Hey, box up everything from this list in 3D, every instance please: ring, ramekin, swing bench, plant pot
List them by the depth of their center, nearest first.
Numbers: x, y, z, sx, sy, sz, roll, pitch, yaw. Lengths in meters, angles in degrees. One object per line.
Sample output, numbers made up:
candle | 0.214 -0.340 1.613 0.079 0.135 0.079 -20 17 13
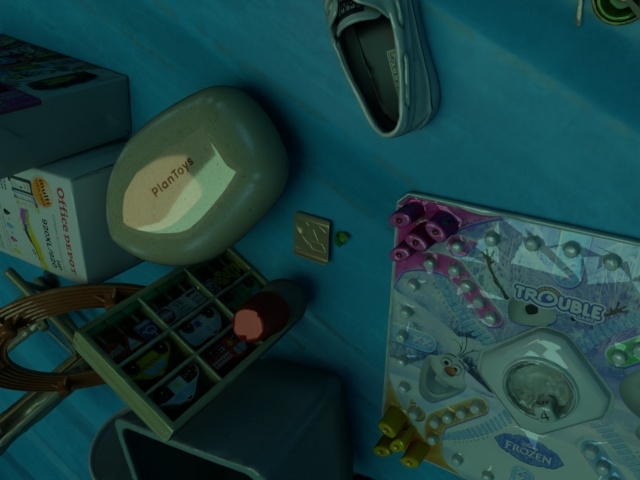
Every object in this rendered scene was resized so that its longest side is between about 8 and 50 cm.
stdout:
plant pot | -0.082 0.302 0.801 0.247 0.252 0.248 5 114 32
ring | -0.370 0.170 0.901 0.337 0.336 0.032 -51 48 39
ramekin | -0.303 0.402 1.040 0.207 0.207 0.109 21 132 25
swing bench | -0.585 0.234 1.089 0.255 0.253 0.165 49 168 3

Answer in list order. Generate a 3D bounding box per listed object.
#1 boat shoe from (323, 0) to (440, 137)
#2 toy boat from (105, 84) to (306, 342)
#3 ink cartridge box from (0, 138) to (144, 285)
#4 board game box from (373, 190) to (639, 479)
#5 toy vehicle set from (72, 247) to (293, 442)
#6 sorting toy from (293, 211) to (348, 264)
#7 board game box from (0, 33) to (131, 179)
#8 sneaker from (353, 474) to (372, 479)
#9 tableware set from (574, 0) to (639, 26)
boat shoe | 0.048 -0.227 0.562 0.095 0.084 0.258 -17 102 39
toy boat | -0.128 -0.018 0.741 0.267 0.148 0.318 -30 88 19
ink cartridge box | -0.377 -0.062 0.878 0.232 0.168 0.171 16 120 26
board game box | 0.246 0.169 0.644 0.389 0.050 0.390 16 121 28
toy vehicle set | -0.161 0.116 0.755 0.166 0.267 0.035 41 130 10
sorting toy | 0.000 0.000 0.753 0.083 0.012 0.062 19 117 30
board game box | -0.469 -0.210 0.832 0.303 0.224 0.098 22 124 23
sneaker | 0.015 0.449 0.920 0.313 0.116 0.136 7 126 39
tableware set | 0.277 -0.223 0.447 0.154 0.024 0.104 9 117 31
